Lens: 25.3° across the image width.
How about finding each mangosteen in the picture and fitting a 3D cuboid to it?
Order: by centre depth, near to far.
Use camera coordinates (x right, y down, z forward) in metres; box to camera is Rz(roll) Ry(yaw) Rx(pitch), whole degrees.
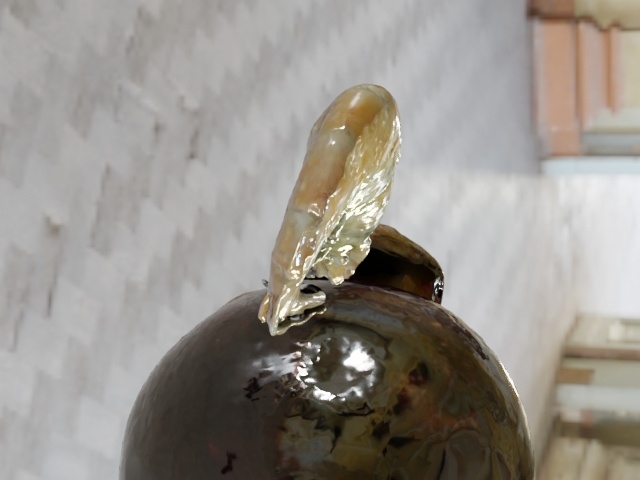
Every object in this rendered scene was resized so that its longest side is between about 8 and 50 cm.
[{"bbox_3d":[0.017,0.189,1.291,0.435,0.382,0.382,-64,150,-54],"label":"mangosteen"}]

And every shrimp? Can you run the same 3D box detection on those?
[{"bbox_3d":[0.000,0.000,0.719,0.223,0.048,0.126,94,20,-71],"label":"shrimp"}]
